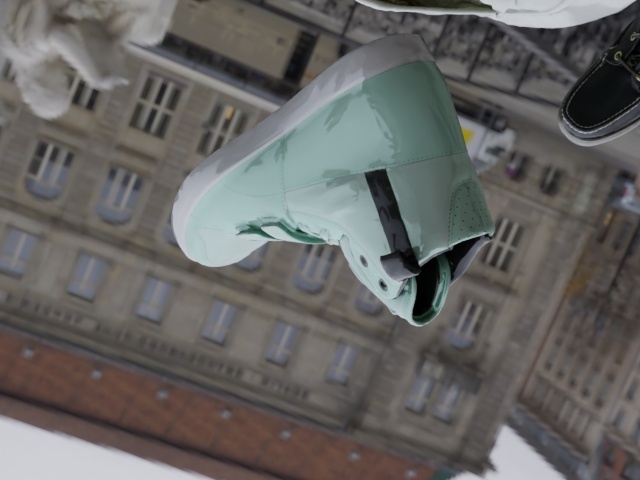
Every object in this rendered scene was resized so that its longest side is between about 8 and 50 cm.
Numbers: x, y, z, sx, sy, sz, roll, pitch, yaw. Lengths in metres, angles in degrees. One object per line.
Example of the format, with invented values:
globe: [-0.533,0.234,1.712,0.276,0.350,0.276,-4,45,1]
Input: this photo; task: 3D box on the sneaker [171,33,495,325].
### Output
sneaker: [0.000,0.000,0.759,0.094,0.256,0.151,-12,-106,-41]

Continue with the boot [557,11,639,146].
boot: [0.333,-0.212,1.222,0.085,0.236,0.178,50,174,24]

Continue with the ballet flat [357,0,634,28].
ballet flat: [0.165,-0.274,1.221,0.139,0.139,0.400,18,175,-37]
